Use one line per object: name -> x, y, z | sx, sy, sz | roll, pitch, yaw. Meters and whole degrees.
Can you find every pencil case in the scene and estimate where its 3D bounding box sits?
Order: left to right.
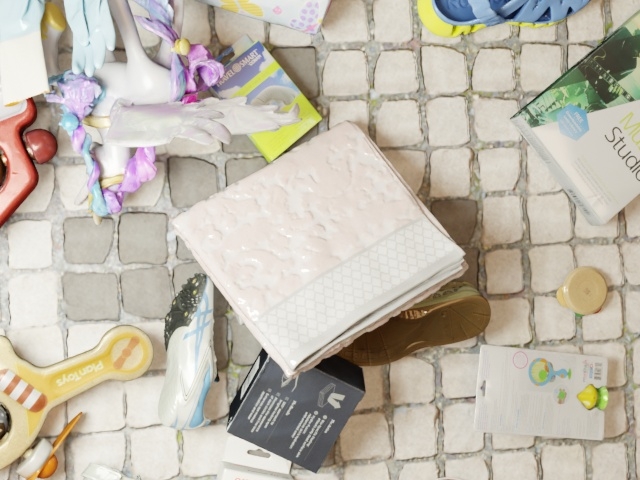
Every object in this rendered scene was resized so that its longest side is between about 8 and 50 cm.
pencil case -> -0.111, -0.404, 1.534 | 0.273, 0.113, 0.124 | 16, 66, -10

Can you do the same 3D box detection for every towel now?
towel -> 0.000, 0.000, 1.481 | 0.331, 0.053, 0.317 | -31, 64, -19

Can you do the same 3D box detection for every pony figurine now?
pony figurine -> -0.244, -0.218, 1.439 | 0.350, 0.303, 0.364 | -8, 94, 28

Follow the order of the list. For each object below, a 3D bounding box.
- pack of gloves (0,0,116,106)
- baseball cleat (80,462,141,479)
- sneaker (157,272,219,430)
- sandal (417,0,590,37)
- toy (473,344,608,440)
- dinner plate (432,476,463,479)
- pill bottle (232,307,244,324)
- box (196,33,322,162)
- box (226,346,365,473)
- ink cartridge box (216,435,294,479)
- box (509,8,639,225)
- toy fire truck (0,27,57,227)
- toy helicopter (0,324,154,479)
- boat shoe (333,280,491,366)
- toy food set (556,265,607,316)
pack of gloves -> -0.357, -0.313, 1.385 | 0.195, 0.046, 0.232 | -13, 79, 24
baseball cleat -> -0.366, 0.391, 1.504 | 0.205, 0.072, 0.110 | -7, 74, -13
sneaker -> -0.191, 0.168, 1.533 | 0.086, 0.085, 0.237 | 12, 83, -36
sandal -> 0.320, -0.401, 1.604 | 0.317, 0.138, 0.126 | -18, 90, -12
toy -> 0.352, 0.247, 1.639 | 0.237, 0.056, 0.137 | 7, 84, -15
dinner plate -> 0.201, 0.451, 1.626 | 0.141, 0.017, 0.141 | 0, 90, -10
pill bottle -> -0.046, 0.062, 1.538 | 0.186, 0.112, 0.112 | -16, 92, -11
box -> -0.095, -0.224, 1.569 | 0.109, 0.042, 0.178 | -41, 97, -9
box -> -0.037, 0.239, 1.524 | 0.158, 0.093, 0.156 | 27, 105, -9
ink cartridge box -> -0.108, 0.409, 1.543 | 0.115, 0.067, 0.198 | 13, 86, -10
box -> 0.506, -0.213, 1.674 | 0.322, 0.058, 0.232 | -40, 96, -10
toy fire truck -> -0.515, -0.149, 1.414 | 0.253, 0.169, 0.302 | -24, 90, -7
toy helicopter -> -0.402, 0.235, 1.459 | 0.355, 0.140, 0.235 | -24, 95, -13
boat shoe -> 0.121, 0.125, 1.591 | 0.285, 0.089, 0.105 | -7, 116, -8
toy food set -> 0.438, 0.085, 1.675 | 0.082, 0.020, 0.083 | 31, 83, -9
